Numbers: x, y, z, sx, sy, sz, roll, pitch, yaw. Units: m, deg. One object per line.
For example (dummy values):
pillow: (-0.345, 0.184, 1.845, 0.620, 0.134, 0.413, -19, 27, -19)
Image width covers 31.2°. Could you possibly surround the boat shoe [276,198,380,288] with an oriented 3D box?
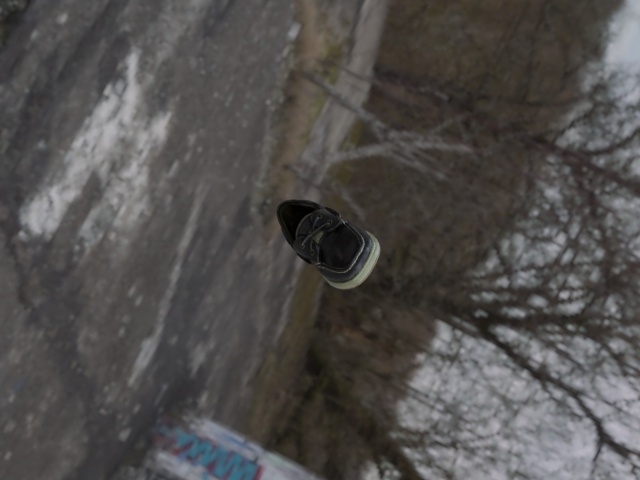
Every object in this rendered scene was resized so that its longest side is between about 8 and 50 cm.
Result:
boat shoe: (0.000, 0.000, 0.968, 0.056, 0.049, 0.152, -59, -155, -3)
